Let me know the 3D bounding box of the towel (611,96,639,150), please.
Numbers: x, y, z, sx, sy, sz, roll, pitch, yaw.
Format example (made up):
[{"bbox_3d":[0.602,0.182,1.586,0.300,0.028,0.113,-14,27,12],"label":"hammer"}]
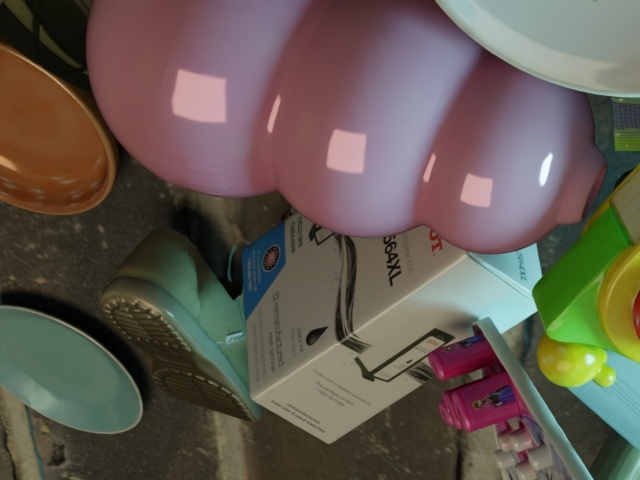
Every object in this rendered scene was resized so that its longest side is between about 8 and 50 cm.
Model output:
[{"bbox_3d":[0.220,-0.085,1.243,0.060,0.009,0.083,12,142,21],"label":"towel"}]

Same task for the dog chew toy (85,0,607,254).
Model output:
[{"bbox_3d":[0.021,-0.095,1.184,0.332,0.206,0.206,25,145,15],"label":"dog chew toy"}]

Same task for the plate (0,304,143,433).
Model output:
[{"bbox_3d":[-0.251,0.119,1.809,0.188,0.024,0.188,19,145,14],"label":"plate"}]

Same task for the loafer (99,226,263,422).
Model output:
[{"bbox_3d":[-0.099,0.076,1.600,0.102,0.092,0.268,15,159,21],"label":"loafer"}]

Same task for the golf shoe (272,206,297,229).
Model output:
[{"bbox_3d":[0.000,0.000,1.436,0.067,0.086,0.186,34,143,-3],"label":"golf shoe"}]

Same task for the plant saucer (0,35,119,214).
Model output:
[{"bbox_3d":[-0.248,-0.102,1.520,0.200,0.037,0.200,18,143,14],"label":"plant saucer"}]

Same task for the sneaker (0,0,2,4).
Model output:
[{"bbox_3d":[-0.358,-0.108,1.338,0.127,0.182,0.315,43,149,-9],"label":"sneaker"}]

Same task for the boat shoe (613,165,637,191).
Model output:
[{"bbox_3d":[0.288,-0.046,1.191,0.228,0.081,0.068,-6,130,29],"label":"boat shoe"}]

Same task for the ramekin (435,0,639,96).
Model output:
[{"bbox_3d":[0.163,-0.198,1.040,0.273,0.127,0.273,19,143,15],"label":"ramekin"}]

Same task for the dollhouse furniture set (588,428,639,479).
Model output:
[{"bbox_3d":[0.337,0.250,1.303,0.256,0.362,0.394,31,175,-5],"label":"dollhouse furniture set"}]

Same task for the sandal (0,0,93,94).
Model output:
[{"bbox_3d":[-0.138,-0.153,1.349,0.120,0.086,0.303,-1,150,47],"label":"sandal"}]

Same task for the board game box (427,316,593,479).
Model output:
[{"bbox_3d":[0.182,0.305,1.209,0.050,0.390,0.390,-20,131,-7],"label":"board game box"}]

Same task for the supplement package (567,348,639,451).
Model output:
[{"bbox_3d":[0.271,0.065,1.313,0.105,0.105,0.179,41,144,-16],"label":"supplement package"}]

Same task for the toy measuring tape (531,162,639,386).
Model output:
[{"bbox_3d":[0.255,-0.023,1.119,0.121,0.121,0.330,37,113,-11],"label":"toy measuring tape"}]

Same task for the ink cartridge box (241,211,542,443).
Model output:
[{"bbox_3d":[0.046,0.024,1.315,0.203,0.148,0.086,-37,128,28],"label":"ink cartridge box"}]
